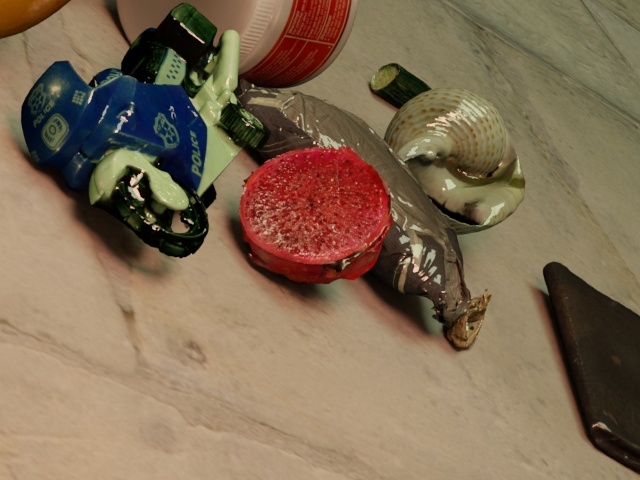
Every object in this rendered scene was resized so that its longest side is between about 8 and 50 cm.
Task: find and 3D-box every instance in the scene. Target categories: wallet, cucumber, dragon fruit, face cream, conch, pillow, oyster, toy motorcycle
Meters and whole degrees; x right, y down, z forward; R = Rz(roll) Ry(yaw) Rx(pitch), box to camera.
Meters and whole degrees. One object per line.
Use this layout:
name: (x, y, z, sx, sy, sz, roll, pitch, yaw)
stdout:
wallet: (0.341, 0.158, 2.000, 0.170, 0.044, 0.321, 32, 27, -22)
cucumber: (0.116, -0.193, 2.282, 0.105, 0.048, 0.048, 30, 24, -34)
dragon fruit: (0.000, 0.000, 1.661, 0.153, 0.153, 0.111, 58, -14, 36)
face cream: (-0.086, -0.267, 1.855, 0.201, 0.201, 0.187, 51, 26, 24)
conch: (0.134, -0.083, 1.995, 0.200, 0.131, 0.172, -23, 91, -37)
pillow: (0.039, -0.047, 1.805, 0.335, 0.092, 0.161, 48, 23, 17)
oyster: (0.152, 0.073, 1.806, 0.038, 0.081, 0.083, 25, -17, 16)
toy motorcycle: (-0.157, -0.104, 1.556, 0.196, 0.125, 0.331, 38, 26, -10)

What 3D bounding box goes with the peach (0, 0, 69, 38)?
peach: (-0.313, -0.290, 1.513, 0.251, 0.153, 0.251, 10, 60, -18)
